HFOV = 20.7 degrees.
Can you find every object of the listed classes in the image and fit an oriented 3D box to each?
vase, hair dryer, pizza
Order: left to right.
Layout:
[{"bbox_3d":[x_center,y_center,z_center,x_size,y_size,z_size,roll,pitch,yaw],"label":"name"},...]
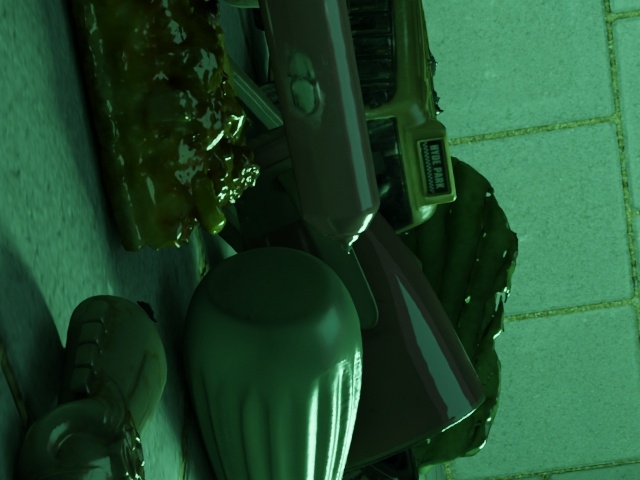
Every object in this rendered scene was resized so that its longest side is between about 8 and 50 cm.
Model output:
[{"bbox_3d":[-0.104,-0.142,1.176,0.258,0.087,0.268,-83,161,-76],"label":"pizza"},{"bbox_3d":[-0.032,0.128,1.280,0.128,0.128,0.248,-90,178,-53],"label":"vase"},{"bbox_3d":[-0.018,-0.162,1.095,0.210,0.125,0.352,-24,103,-69],"label":"hair dryer"}]

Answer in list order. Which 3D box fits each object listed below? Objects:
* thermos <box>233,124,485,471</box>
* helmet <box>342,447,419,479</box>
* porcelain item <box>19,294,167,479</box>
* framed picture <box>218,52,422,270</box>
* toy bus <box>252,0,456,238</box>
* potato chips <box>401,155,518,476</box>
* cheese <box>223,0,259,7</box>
[{"bbox_3d":[0.013,0.035,1.368,0.265,0.146,0.176,65,-9,-6],"label":"thermos"},{"bbox_3d":[0.002,0.155,1.538,0.153,0.107,0.177,24,40,-61],"label":"helmet"},{"bbox_3d":[-0.114,0.106,0.850,0.213,0.054,0.084,-84,162,-64],"label":"porcelain item"},{"bbox_3d":[0.000,0.000,1.564,0.315,0.024,0.232,44,26,-31],"label":"framed picture"},{"bbox_3d":[0.031,-0.148,1.849,0.365,0.202,0.177,-89,169,-56],"label":"toy bus"},{"bbox_3d":[0.078,0.109,1.917,0.373,0.097,0.389,-38,-137,56],"label":"potato chips"},{"bbox_3d":[-0.010,-0.345,1.319,0.292,0.332,0.153,52,14,-13],"label":"cheese"}]
